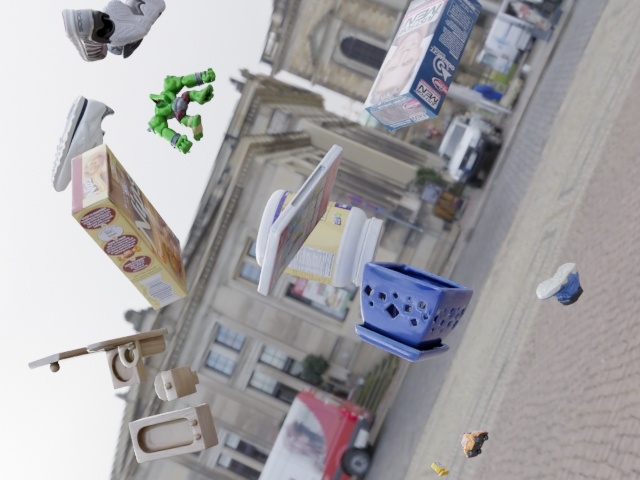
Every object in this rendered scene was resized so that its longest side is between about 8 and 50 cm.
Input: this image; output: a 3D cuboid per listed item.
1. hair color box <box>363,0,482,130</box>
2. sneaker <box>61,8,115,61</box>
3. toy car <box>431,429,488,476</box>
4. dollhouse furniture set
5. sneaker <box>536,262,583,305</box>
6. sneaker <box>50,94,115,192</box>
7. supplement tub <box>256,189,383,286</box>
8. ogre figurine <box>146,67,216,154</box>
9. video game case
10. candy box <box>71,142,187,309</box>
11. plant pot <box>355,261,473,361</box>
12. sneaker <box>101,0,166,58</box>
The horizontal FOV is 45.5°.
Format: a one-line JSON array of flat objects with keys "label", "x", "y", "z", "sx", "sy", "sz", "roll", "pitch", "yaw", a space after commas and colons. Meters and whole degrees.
[{"label": "hair color box", "x": 0.251, "y": -0.450, "z": 1.865, "sx": 0.173, "sy": 0.105, "sz": 0.347, "roll": -9, "pitch": 53, "yaw": 55}, {"label": "sneaker", "x": -0.392, "y": -0.360, "z": 1.339, "sx": 0.170, "sy": 0.074, "sz": 0.063, "roll": 87, "pitch": 177, "yaw": -82}, {"label": "toy car", "x": 0.253, "y": 0.380, "z": 1.398, "sx": 0.122, "sy": 0.040, "sz": 0.060, "roll": -14, "pitch": -56, "yaw": -35}, {"label": "dollhouse furniture set", "x": -0.226, "y": 0.188, "z": 0.881, "sx": 0.123, "sy": 0.144, "sz": 0.151, "roll": -5, "pitch": -102, "yaw": -58}, {"label": "sneaker", "x": 0.555, "y": 0.120, "z": 1.757, "sx": 0.058, "sy": 0.085, "sz": 0.152, "roll": -9, "pitch": 18, "yaw": 46}, {"label": "sneaker", "x": -0.560, "y": -0.216, "z": 1.779, "sx": 0.090, "sy": 0.094, "sz": 0.235, "roll": 31, "pitch": 100, "yaw": 56}, {"label": "supplement tub", "x": 0.000, "y": 0.000, "z": 2.226, "sx": 0.241, "sy": 0.331, "sz": 0.241, "roll": 14, "pitch": -90, "yaw": -83}, {"label": "ogre figurine", "x": -0.309, "y": -0.295, "z": 1.683, "sx": 0.097, "sy": 0.118, "sz": 0.197, "roll": -12, "pitch": -64, "yaw": -74}, {"label": "video game case", "x": -0.040, "y": -0.044, "z": 1.574, "sx": 0.285, "sy": 0.025, "sz": 0.204, "roll": -55, "pitch": -12, "yaw": -40}, {"label": "candy box", "x": -0.392, "y": -0.023, "z": 1.577, "sx": 0.183, "sy": 0.087, "sz": 0.316, "roll": -110, "pitch": -6, "yaw": -46}, {"label": "plant pot", "x": 0.237, "y": 0.190, "z": 2.023, "sx": 0.236, "sy": 0.235, "sz": 0.212, "roll": 4, "pitch": -76, "yaw": -59}, {"label": "sneaker", "x": -0.444, "y": -0.464, "z": 1.705, "sx": 0.153, "sy": 0.101, "sz": 0.269, "roll": -43, "pitch": 16, "yaw": 33}]
